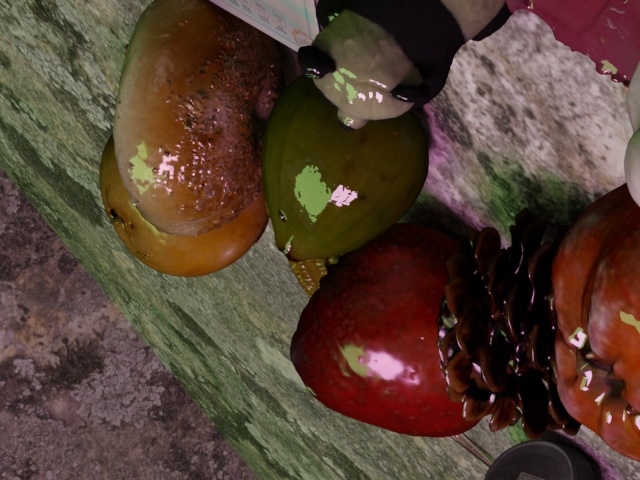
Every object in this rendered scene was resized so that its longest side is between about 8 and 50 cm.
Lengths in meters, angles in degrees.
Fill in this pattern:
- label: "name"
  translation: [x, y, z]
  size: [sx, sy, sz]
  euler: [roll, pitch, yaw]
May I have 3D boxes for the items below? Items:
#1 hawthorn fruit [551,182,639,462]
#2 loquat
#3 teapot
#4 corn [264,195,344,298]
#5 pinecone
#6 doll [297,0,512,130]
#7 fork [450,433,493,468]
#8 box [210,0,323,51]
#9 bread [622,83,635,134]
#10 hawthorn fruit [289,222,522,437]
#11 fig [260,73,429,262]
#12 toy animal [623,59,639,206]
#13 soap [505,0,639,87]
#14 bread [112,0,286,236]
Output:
- label: "hawthorn fruit"
  translation: [0.320, 0.065, 1.062]
  size: [0.284, 0.284, 0.284]
  euler: [39, 158, 19]
- label: "loquat"
  translation: [-0.184, -0.076, 1.853]
  size: [0.263, 0.263, 0.263]
  euler: [39, 158, 19]
- label: "teapot"
  translation: [0.350, 0.409, 1.862]
  size: [0.203, 0.171, 0.225]
  euler: [18, 152, 47]
- label: "corn"
  translation: [0.000, 0.000, 1.837]
  size: [0.119, 0.119, 0.321]
  euler: [32, 154, 33]
- label: "pinecone"
  translation: [0.261, 0.088, 1.368]
  size: [0.292, 0.246, 0.246]
  euler: [1, 133, 41]
- label: "doll"
  translation: [0.080, -0.204, 1.162]
  size: [0.143, 0.234, 0.135]
  euler: [44, 180, -5]
- label: "fork"
  translation: [0.283, 0.367, 2.095]
  size: [0.219, 0.034, 0.028]
  euler: [42, -175, 16]
- label: "box"
  translation: [-0.065, -0.304, 1.445]
  size: [0.269, 0.079, 0.135]
  euler: [34, 157, 29]
- label: "bread"
  translation: [0.322, -0.092, 1.098]
  size: [0.105, 0.077, 0.152]
  euler: [28, 155, 44]
- label: "hawthorn fruit"
  translation: [0.129, 0.126, 1.631]
  size: [0.307, 0.265, 0.265]
  euler: [36, 158, 8]
- label: "fig"
  translation: [0.013, -0.077, 1.522]
  size: [0.203, 0.225, 0.203]
  euler: [31, 179, 1]
- label: "toy animal"
  translation: [0.381, -0.032, 0.858]
  size: [0.368, 0.241, 0.196]
  euler: [39, 160, 20]
- label: "soap"
  translation: [0.207, -0.268, 0.953]
  size: [0.182, 0.112, 0.289]
  euler: [34, 155, 23]
- label: "bread"
  translation: [-0.135, -0.153, 1.588]
  size: [0.159, 0.305, 0.305]
  euler: [5, 144, 17]
